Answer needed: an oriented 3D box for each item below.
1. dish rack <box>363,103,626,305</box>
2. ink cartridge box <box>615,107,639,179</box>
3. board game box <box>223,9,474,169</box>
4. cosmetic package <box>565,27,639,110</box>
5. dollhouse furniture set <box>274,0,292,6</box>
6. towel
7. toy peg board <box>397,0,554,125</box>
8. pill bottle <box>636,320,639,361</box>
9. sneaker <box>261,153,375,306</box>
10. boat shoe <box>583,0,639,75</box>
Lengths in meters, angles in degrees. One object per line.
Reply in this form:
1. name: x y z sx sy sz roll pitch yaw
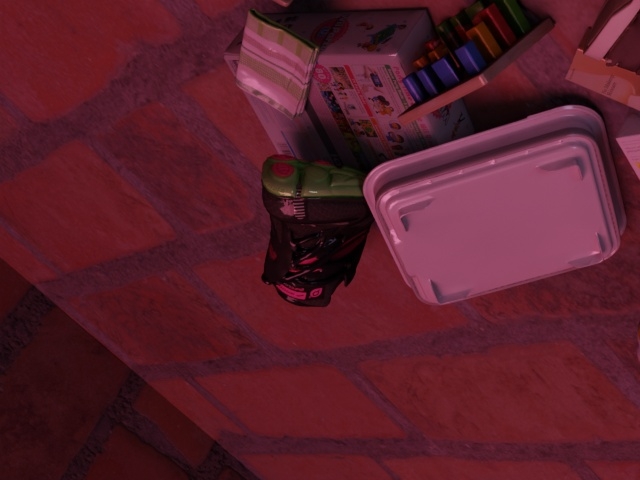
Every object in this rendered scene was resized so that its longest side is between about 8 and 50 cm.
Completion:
1. dish rack: 0.249 -0.025 1.417 0.332 0.072 0.285 -16 134 14
2. ink cartridge box: 0.464 -0.090 1.293 0.104 0.061 0.181 -5 134 47
3. board game box: 0.040 -0.211 1.472 0.303 0.097 0.224 8 143 37
4. cosmetic package: 0.362 -0.204 1.241 0.115 0.041 0.060 25 149 12
5. dollhouse furniture set: -0.020 -0.422 1.117 0.151 0.197 0.301 30 150 6
6. towel: -0.064 -0.239 1.412 0.113 0.023 0.152 30 149 6
7. toy peg board: 0.174 -0.234 1.269 0.079 0.160 0.161 56 145 -9
8. pill bottle: 0.527 0.126 1.509 0.103 0.103 0.184 23 149 14
9. sneaker: 0.000 0.000 1.587 0.185 0.202 0.483 11 169 9
10. boat shoe: 0.385 -0.272 1.055 0.096 0.117 0.324 28 154 -2
